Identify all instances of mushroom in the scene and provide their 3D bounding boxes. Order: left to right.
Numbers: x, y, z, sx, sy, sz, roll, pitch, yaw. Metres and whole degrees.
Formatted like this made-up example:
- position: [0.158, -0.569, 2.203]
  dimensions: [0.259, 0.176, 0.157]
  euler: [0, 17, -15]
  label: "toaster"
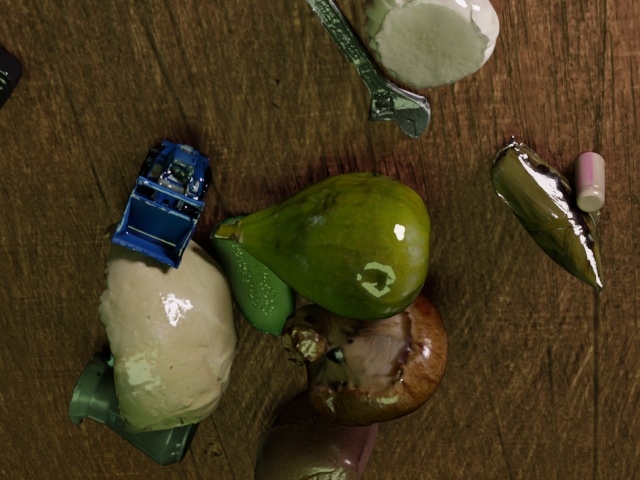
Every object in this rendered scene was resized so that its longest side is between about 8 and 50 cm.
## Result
- position: [0.083, 0.172, 1.999]
  dimensions: [0.267, 0.267, 0.255]
  euler: [0, 139, 12]
  label: "mushroom"

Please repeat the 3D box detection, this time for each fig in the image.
- position: [0.026, -0.017, 1.883]
  dimensions: [0.314, 0.233, 0.233]
  euler: [33, 132, 5]
  label: "fig"

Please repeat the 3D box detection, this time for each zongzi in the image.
- position: [0.326, -0.035, 1.801]
  dimensions: [0.205, 0.204, 0.094]
  euler: [40, 117, -22]
  label: "zongzi"

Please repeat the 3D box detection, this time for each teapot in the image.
- position: [-0.328, 0.288, 2.273]
  dimensions: [0.225, 0.171, 0.203]
  euler: [21, 101, 2]
  label: "teapot"

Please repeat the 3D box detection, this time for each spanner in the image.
- position: [0.057, -0.265, 1.772]
  dimensions: [0.093, 0.026, 0.325]
  euler: [-22, 123, 27]
  label: "spanner"

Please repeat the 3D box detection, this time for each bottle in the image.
- position: [0.395, -0.085, 1.812]
  dimensions: [0.045, 0.096, 0.045]
  euler: [5, 131, 6]
  label: "bottle"

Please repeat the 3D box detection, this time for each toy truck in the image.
- position: [-0.231, -0.066, 1.887]
  dimensions: [0.113, 0.208, 0.126]
  euler: [22, 133, -10]
  label: "toy truck"

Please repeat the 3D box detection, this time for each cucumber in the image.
- position: [-0.102, 0.061, 2.071]
  dimensions: [0.115, 0.063, 0.244]
  euler: [-5, 130, 7]
  label: "cucumber"

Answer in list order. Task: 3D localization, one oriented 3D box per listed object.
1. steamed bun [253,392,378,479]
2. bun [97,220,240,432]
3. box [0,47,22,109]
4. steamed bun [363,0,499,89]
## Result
- position: [-0.027, 0.417, 2.270]
  dimensions: [0.199, 0.251, 0.301]
  euler: [24, 129, 4]
  label: "steamed bun"
- position: [-0.233, 0.138, 1.993]
  dimensions: [0.202, 0.364, 0.364]
  euler: [-7, 131, -3]
  label: "bun"
- position: [-0.643, -0.288, 1.879]
  dimensions: [0.350, 0.058, 0.211]
  euler: [34, 130, -17]
  label: "box"
- position: [0.148, -0.294, 1.674]
  dimensions: [0.182, 0.106, 0.183]
  euler: [7, 136, 7]
  label: "steamed bun"
